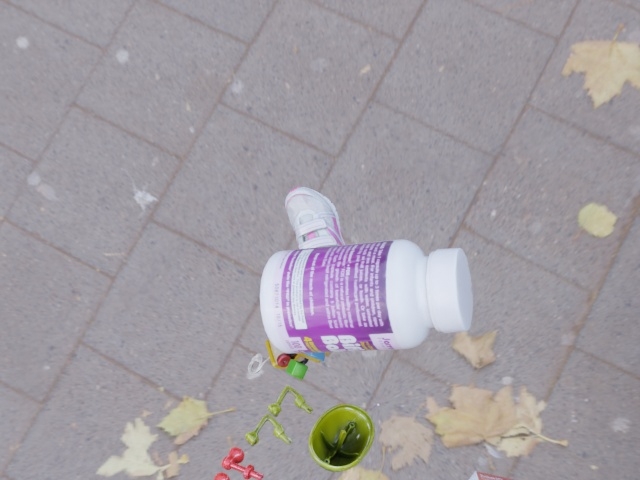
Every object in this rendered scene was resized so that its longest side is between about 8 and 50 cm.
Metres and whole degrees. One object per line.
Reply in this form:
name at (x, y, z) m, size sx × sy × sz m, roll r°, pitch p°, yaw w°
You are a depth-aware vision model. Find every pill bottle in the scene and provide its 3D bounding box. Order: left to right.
pill bottle at (0.074, 0.086, 1.252) m, size 0.301 × 0.169 × 0.169 m, roll -6°, pitch 78°, yaw 21°

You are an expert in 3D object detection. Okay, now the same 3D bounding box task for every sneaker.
sneaker at (0.000, 0.000, 1.756) m, size 0.103 × 0.111 × 0.252 m, roll -30°, pitch 92°, yaw 19°

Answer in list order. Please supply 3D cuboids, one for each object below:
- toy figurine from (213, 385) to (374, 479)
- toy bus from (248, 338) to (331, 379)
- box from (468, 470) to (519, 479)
toy figurine at (-0.056, 0.429, 1.237) m, size 0.191 × 0.217 × 0.362 m, roll 14°, pitch 38°, yaw 20°
toy bus at (-0.020, 0.181, 1.540) m, size 0.104 × 0.202 × 0.191 m, roll 29°, pitch 67°, yaw -30°
box at (0.387, 0.601, 1.754) m, size 0.130 × 0.170 × 0.091 m, roll 16°, pitch 121°, yaw -19°
